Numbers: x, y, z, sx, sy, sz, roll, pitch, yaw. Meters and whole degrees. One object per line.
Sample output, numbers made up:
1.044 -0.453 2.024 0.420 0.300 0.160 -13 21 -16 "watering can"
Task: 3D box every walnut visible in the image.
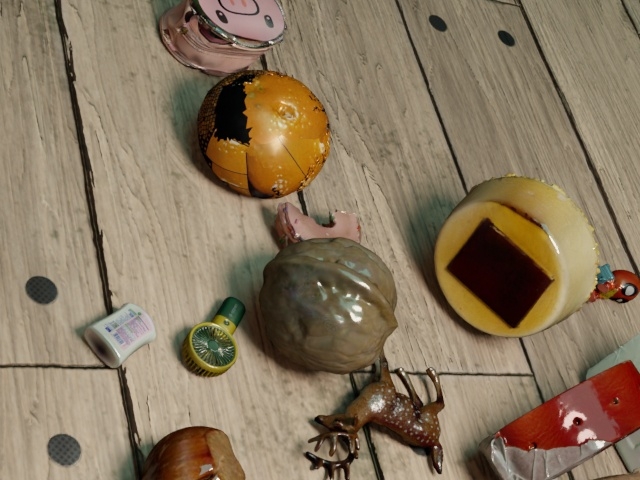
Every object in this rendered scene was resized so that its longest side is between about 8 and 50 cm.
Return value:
0.015 0.098 1.825 0.224 0.224 0.224 19 48 -22 "walnut"

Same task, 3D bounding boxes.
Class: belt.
0.404 0.315 1.923 0.324 0.227 0.115 -23 70 -24 "belt"

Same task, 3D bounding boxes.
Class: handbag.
-0.177 -0.392 2.145 0.205 0.116 0.179 0 59 -37 "handbag"

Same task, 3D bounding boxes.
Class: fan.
-0.155 0.145 1.793 0.082 0.039 0.155 36 42 -6 "fan"

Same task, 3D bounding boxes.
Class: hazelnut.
-0.175 0.325 1.582 0.143 0.143 0.154 8 45 -31 "hazelnut"

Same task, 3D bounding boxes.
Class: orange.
-0.096 -0.181 2.000 0.234 0.182 0.234 15 62 -30 "orange"

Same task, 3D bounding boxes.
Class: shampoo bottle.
-0.285 0.133 1.708 0.072 0.043 0.099 48 43 5 "shampoo bottle"

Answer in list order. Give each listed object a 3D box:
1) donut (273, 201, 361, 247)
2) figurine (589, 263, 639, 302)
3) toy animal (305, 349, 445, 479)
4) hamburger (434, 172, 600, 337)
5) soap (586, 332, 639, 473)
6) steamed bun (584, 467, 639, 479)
0.000 0.000 1.998 0.166 0.065 0.117 7 52 -29 "donut"
0.580 0.087 2.342 0.140 0.068 0.075 4 52 -41 "figurine"
0.102 0.273 1.841 0.243 0.087 0.260 23 44 -17 "toy animal"
0.340 0.027 2.055 0.302 0.302 0.170 50 37 9 "hamburger"
0.627 0.341 2.068 0.115 0.208 0.347 -8 63 -37 "soap"
0.487 0.480 1.866 0.301 0.199 0.251 0 57 -36 "steamed bun"
